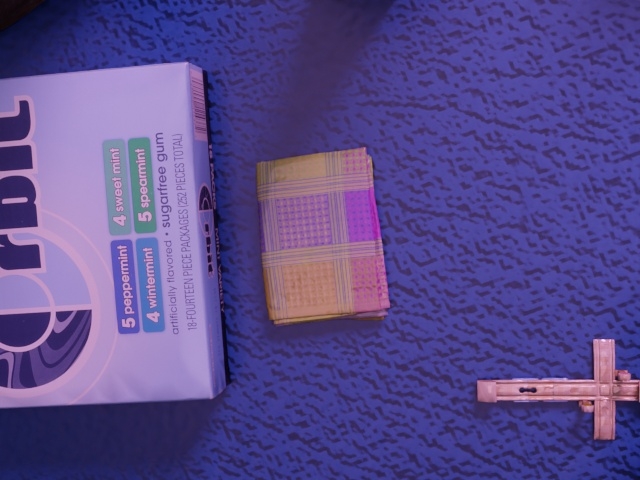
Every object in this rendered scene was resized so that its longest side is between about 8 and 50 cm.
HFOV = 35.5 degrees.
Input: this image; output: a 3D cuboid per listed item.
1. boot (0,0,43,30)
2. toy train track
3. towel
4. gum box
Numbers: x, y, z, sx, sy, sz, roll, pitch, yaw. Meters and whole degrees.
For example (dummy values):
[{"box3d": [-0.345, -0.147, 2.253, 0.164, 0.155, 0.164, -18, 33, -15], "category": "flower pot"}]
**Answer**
[{"box3d": [-0.246, -0.189, 0.469, 0.283, 0.109, 0.220, -20, 86, 15], "category": "boot"}, {"box3d": [0.116, 0.071, 0.470, 0.083, 0.014, 0.048, -1, 93, 8], "category": "toy train track"}, {"box3d": [0.000, 0.000, 0.483, 0.060, 0.009, 0.083, -7, 91, 8], "category": "towel"}, {"box3d": [-0.142, 0.001, 0.485, 0.184, 0.041, 0.157, -3, 93, 8], "category": "gum box"}]
